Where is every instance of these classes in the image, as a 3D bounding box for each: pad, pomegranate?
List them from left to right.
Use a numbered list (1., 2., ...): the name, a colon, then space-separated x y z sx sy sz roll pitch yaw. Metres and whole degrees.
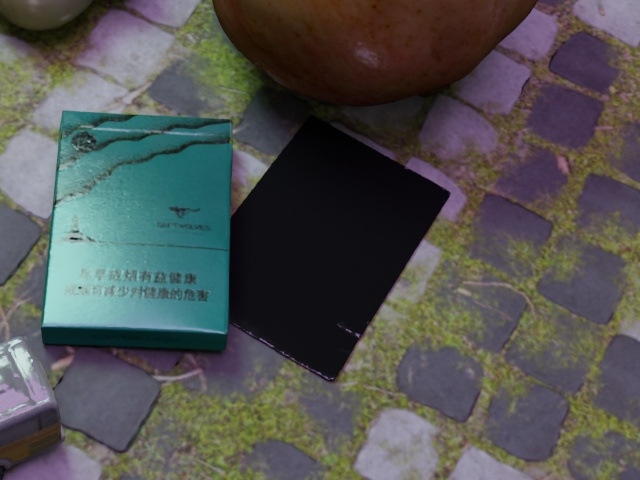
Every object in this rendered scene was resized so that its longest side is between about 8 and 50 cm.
1. pad: 0.000 0.000 1.310 0.163 0.004 0.243 30 59 8
2. pomegranate: 0.065 -0.268 1.317 0.338 0.338 0.338 5 59 -8

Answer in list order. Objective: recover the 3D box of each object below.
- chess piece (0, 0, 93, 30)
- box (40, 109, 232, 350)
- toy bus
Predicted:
1. chess piece: -0.208 -0.322 1.377 0.167 0.167 0.300 43 66 14
2. box: -0.160 -0.012 1.262 0.161 0.042 0.226 3 59 -7
3. toy bus: -0.334 0.166 1.089 0.268 0.106 0.092 -22 64 -21
